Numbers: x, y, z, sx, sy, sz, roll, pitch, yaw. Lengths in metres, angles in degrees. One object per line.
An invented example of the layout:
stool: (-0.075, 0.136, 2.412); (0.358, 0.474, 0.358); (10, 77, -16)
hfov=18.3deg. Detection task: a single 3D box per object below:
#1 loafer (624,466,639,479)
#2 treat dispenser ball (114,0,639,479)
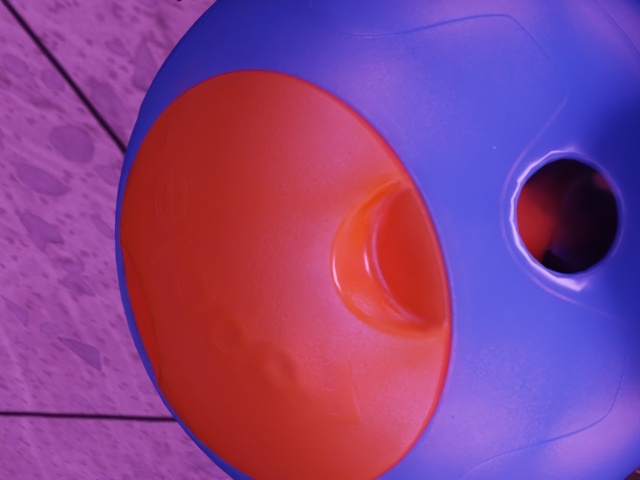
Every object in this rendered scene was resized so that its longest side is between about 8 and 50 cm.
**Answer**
loafer: (0.201, 0.111, 1.132); (0.087, 0.094, 0.251); (4, 140, 43)
treat dispenser ball: (0.049, -0.003, 0.916); (0.288, 0.288, 0.288); (22, 147, 15)
